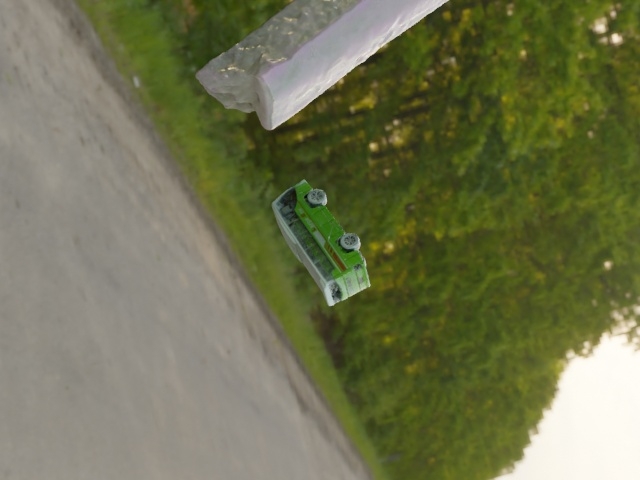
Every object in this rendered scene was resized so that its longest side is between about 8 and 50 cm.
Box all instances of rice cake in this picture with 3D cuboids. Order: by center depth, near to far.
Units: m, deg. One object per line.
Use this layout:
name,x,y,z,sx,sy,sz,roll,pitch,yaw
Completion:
rice cake,0.062,-0.201,0.807,0.056,0.365,0.073,41,-22,29

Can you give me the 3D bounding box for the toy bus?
toy bus,0.000,0.000,0.657,0.083,0.037,0.031,54,-10,35
